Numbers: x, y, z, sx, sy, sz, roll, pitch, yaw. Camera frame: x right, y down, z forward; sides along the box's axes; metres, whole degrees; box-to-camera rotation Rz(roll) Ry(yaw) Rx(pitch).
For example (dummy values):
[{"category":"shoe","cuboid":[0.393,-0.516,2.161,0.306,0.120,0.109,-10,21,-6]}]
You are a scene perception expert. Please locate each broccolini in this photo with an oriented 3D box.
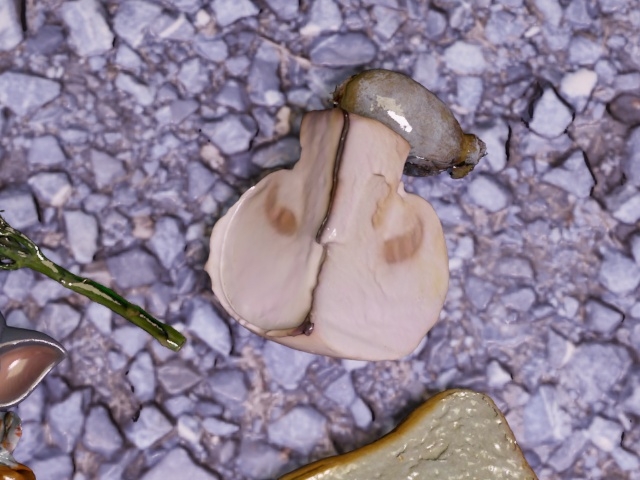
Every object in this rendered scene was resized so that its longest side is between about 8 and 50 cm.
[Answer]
[{"category":"broccolini","cuboid":[-0.240,0.034,1.381,0.254,0.057,0.071,28,109,5]}]

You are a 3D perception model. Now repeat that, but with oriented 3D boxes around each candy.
[{"category":"candy","cuboid":[-0.279,0.239,1.327,0.053,0.046,0.182,-9,79,-6]}]

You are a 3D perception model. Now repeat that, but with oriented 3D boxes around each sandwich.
[{"category":"sandwich","cuboid":[0.092,0.270,1.320,0.251,0.087,0.226,-27,68,-13]}]

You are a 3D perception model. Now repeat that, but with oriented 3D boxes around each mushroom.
[{"category":"mushroom","cuboid":[0.009,0.014,1.383,0.173,0.162,0.236,33,61,-41]}]

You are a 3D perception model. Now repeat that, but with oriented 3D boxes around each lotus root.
[{"category":"lotus root","cuboid":[0.084,-0.108,1.435,0.165,0.088,0.088,29,75,-8]}]

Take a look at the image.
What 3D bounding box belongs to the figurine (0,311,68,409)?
[{"category":"figurine","cuboid":[-0.362,0.145,1.300,0.193,0.140,0.265,23,87,25]}]
